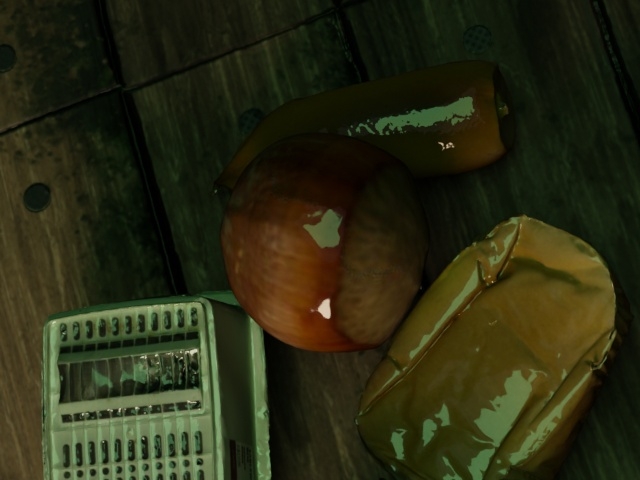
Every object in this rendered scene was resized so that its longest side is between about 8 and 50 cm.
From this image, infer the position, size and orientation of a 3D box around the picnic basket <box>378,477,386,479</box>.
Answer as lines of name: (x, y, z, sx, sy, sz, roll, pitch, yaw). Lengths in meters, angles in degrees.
picnic basket: (0.059, 0.391, 1.701, 0.291, 0.321, 0.254, 28, 117, 20)

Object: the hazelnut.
hazelnut: (0.000, 0.000, 1.852, 0.214, 0.176, 0.214, -3, 81, 18)

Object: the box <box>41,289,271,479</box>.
box: (-0.157, 0.194, 1.910, 0.221, 0.166, 0.290, -6, 76, 15)

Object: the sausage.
sausage: (0.032, -0.100, 1.957, 0.328, 0.112, 0.112, -12, 75, 16)

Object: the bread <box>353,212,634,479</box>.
bread: (0.178, 0.122, 1.838, 0.204, 0.156, 0.288, 29, 90, 28)
